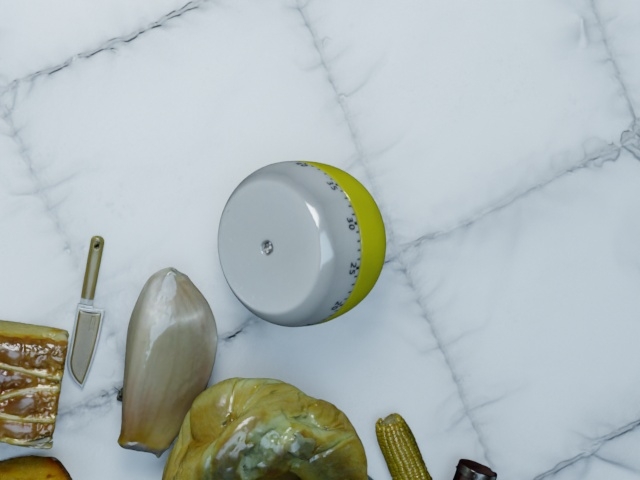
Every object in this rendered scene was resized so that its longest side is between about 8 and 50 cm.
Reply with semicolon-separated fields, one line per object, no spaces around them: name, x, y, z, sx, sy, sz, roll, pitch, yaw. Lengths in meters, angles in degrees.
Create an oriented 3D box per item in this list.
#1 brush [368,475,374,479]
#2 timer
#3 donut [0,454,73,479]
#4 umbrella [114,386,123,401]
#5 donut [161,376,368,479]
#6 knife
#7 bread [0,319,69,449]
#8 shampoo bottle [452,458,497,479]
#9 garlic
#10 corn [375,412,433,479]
brush;0.042;0.397;1.727;0.266;0.027;0.062;43;89;-18
timer;0.000;0.000;1.565;0.285;0.285;0.285;-2;99;-11
donut;-0.503;0.421;1.562;0.259;0.152;0.101;-18;117;-3
umbrella;-0.312;0.269;1.638;0.083;0.020;0.031;33;91;-19
donut;-0.093;0.396;1.608;0.360;0.170;0.360;-5;113;-13
knife;-0.378;0.119;1.600;0.046;0.022;0.256;9;96;-17
bread;-0.546;0.217;1.536;0.274;0.114;0.185;9;96;-11
shampoo bottle;0.230;0.554;1.741;0.129;0.084;0.323;15;96;-57
garlic;-0.252;0.198;1.590;0.143;0.112;0.318;8;92;-34
corn;0.154;0.400;1.725;0.068;0.068;0.207;-23;100;-7
